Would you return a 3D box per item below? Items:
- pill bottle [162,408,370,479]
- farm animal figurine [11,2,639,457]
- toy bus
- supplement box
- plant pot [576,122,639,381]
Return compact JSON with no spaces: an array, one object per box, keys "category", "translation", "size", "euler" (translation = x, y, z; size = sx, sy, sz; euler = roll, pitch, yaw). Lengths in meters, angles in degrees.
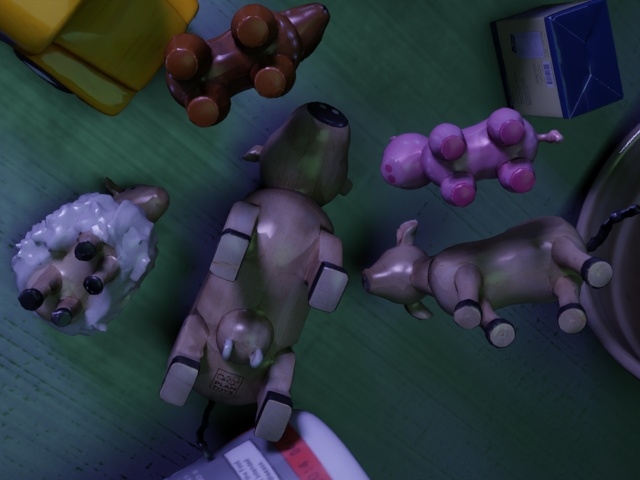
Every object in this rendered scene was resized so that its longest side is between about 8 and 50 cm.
[{"category":"pill bottle","translation":[-0.117,0.291,0.656],"size":[0.363,0.210,0.210],"euler":[-28,109,-16]},{"category":"farm animal figurine","translation":[0.000,0.000,0.677],"size":[0.330,0.172,0.327],"euler":[38,102,-12]},{"category":"toy bus","translation":[-0.222,-0.212,0.561],"size":[0.333,0.130,0.108],"euler":[38,84,-24]},{"category":"supplement box","translation":[0.192,-0.148,0.773],"size":[0.056,0.083,0.083],"euler":[-21,107,-18]},{"category":"plant pot","translation":[0.426,0.044,0.811],"size":[0.280,0.323,0.323],"euler":[38,84,-40]}]
